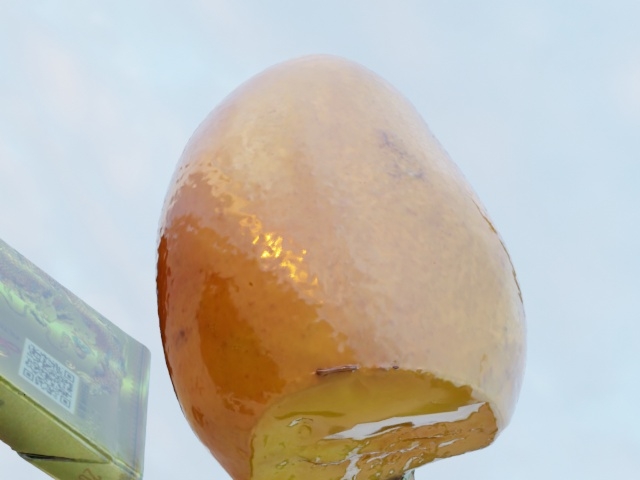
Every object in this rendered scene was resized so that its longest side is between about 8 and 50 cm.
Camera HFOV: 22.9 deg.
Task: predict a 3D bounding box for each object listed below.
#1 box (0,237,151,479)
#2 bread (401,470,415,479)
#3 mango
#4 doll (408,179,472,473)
[{"bbox_3d":[-0.246,0.042,1.074,0.311,0.043,0.173,40,18,-21],"label":"box"},{"bbox_3d":[0.020,0.240,1.418,0.172,0.064,0.232,53,-52,36],"label":"bread"},{"bbox_3d":[0.000,0.000,0.828,0.138,0.187,0.257,86,-11,-52],"label":"mango"},{"bbox_3d":[0.037,0.051,1.168,0.155,0.275,0.113,34,-38,-30],"label":"doll"}]
